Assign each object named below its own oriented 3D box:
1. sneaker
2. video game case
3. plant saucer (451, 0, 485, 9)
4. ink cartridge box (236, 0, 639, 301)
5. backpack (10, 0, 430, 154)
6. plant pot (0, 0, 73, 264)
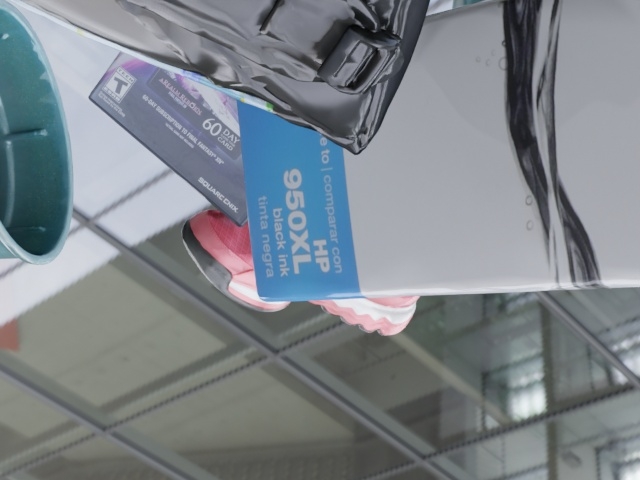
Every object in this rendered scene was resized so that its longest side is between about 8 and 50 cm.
[{"bbox_3d":[0.000,0.000,1.147,0.136,0.314,0.116,-54,-138,25],"label":"sneaker"},{"bbox_3d":[-0.067,-0.167,1.003,0.274,0.196,0.026,-47,-175,28],"label":"video game case"},{"bbox_3d":[0.310,-0.320,1.405,0.318,0.044,0.317,-9,-109,27],"label":"plant saucer"},{"bbox_3d":[0.187,-0.058,0.669,0.395,0.285,0.166,-5,-90,43],"label":"ink cartridge box"},{"bbox_3d":[-0.108,-0.234,0.491,0.290,0.356,0.273,102,-3,-50],"label":"backpack"},{"bbox_3d":[-0.538,-0.114,1.403,0.334,0.341,0.341,-8,-137,6],"label":"plant pot"}]
